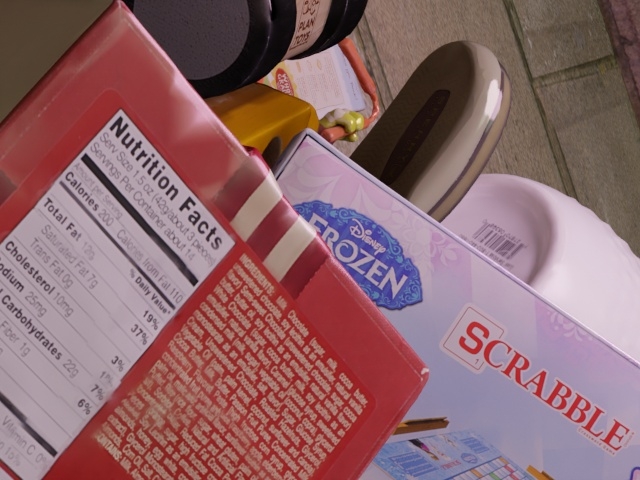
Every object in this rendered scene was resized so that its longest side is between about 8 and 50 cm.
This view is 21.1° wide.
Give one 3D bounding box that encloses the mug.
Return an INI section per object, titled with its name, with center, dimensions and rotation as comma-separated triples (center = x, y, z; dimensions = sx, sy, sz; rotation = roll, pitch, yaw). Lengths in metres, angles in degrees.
[mug]
center = 0.149, 0.086, 1.465
dimensions = 0.374, 0.276, 0.328
rotation = 54, -4, 47

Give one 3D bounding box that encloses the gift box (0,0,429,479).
[gift box]
center = -0.165, 0.056, 0.704
dimensions = 0.276, 0.258, 0.255
rotation = -47, 121, -21

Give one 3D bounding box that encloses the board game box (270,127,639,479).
[board game box]
center = 0.030, 0.160, 0.912
dimensions = 0.319, 0.318, 0.066
rotation = 35, -3, -6

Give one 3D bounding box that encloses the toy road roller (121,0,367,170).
[toy road roller]
center = -0.130, -0.087, 1.080
dimensions = 0.202, 0.241, 0.329
rotation = -37, 145, -66

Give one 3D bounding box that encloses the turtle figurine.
[turtle figurine]
center = -0.013, -0.011, 1.355
dimensions = 0.269, 0.087, 0.217
rotation = 97, 4, -46

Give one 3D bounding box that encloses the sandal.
[sandal]
center = 0.000, -0.001, 1.004
dimensions = 0.086, 0.120, 0.302
rotation = 39, 75, -33

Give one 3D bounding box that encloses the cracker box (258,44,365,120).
[cracker box]
center = -0.048, -0.165, 1.442
dimensions = 0.232, 0.067, 0.155
rotation = -22, 95, -67
